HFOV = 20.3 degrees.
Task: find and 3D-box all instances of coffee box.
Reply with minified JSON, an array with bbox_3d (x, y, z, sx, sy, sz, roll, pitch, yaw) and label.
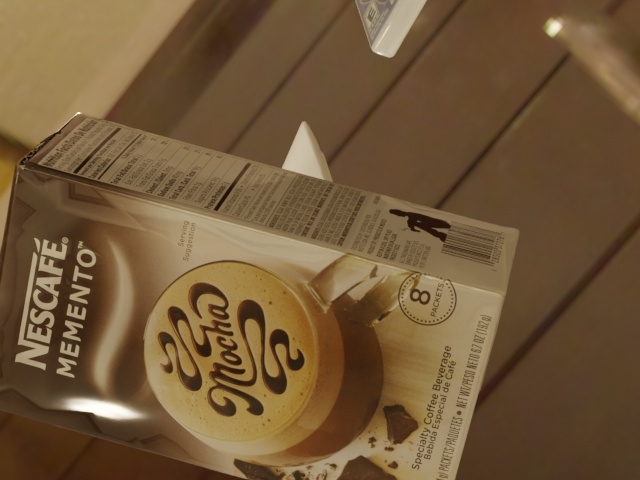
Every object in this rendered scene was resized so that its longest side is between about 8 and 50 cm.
[{"bbox_3d":[-0.044,0.047,1.104,0.297,0.168,0.119,14,-158,5],"label":"coffee box"}]

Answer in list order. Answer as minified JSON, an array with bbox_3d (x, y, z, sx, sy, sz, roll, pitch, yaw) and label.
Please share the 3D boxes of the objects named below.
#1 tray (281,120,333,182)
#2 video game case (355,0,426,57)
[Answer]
[{"bbox_3d":[0.000,0.000,2.126,0.030,0.145,0.270,3,-134,-24],"label":"tray"},{"bbox_3d":[0.076,-0.273,1.398,0.023,0.201,0.183,15,-145,-23],"label":"video game case"}]
